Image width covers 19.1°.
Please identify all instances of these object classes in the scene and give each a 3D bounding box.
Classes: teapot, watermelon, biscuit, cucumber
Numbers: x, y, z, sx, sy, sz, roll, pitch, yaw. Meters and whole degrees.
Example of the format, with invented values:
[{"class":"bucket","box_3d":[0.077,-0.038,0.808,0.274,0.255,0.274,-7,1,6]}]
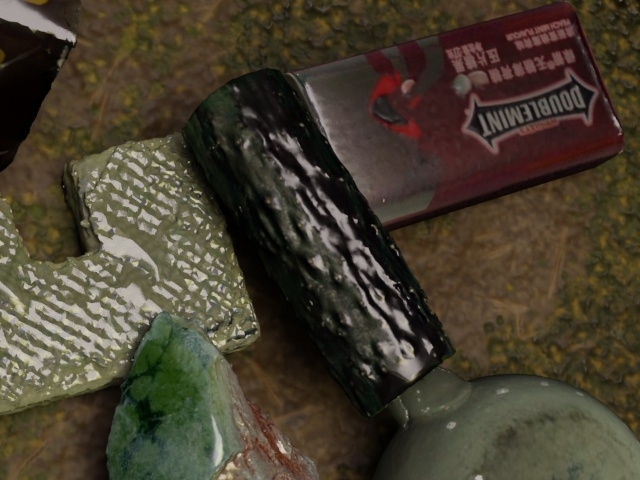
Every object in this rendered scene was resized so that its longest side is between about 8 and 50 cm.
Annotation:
[{"class":"teapot","box_3d":[0.118,0.181,1.174,0.193,0.129,0.294,-37,93,-26]},{"class":"watermelon","box_3d":[-0.051,0.137,1.135,0.139,0.071,0.187,1,93,-39]},{"class":"biscuit","box_3d":[-0.166,0.024,1.146,0.250,0.046,0.147,-13,81,-25]},{"class":"cucumber","box_3d":[0.002,-0.002,1.142,0.078,0.062,0.211,-31,75,-12]}]

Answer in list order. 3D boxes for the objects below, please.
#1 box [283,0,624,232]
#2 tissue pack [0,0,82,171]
[{"class":"box","box_3d":[0.084,-0.079,1.266,0.224,0.069,0.120,-15,81,-26]},{"class":"tissue pack","box_3d":[-0.319,-0.193,1.059,0.370,0.198,0.210,13,65,-17]}]
